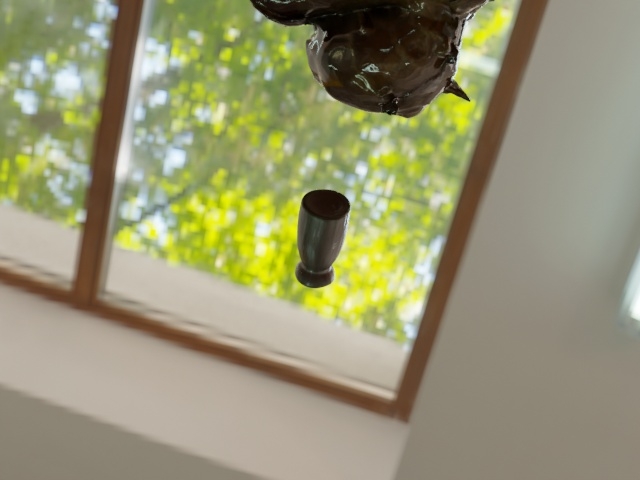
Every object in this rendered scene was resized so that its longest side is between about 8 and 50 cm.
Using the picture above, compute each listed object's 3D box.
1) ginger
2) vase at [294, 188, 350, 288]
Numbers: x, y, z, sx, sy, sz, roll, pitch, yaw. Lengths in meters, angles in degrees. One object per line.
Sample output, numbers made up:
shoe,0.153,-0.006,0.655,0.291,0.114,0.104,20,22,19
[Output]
ginger,0.134,-0.274,1.699,0.254,0.418,0.176,57,-153,-15
vase,0.000,0.000,1.680,0.053,0.101,0.053,5,-141,-4
